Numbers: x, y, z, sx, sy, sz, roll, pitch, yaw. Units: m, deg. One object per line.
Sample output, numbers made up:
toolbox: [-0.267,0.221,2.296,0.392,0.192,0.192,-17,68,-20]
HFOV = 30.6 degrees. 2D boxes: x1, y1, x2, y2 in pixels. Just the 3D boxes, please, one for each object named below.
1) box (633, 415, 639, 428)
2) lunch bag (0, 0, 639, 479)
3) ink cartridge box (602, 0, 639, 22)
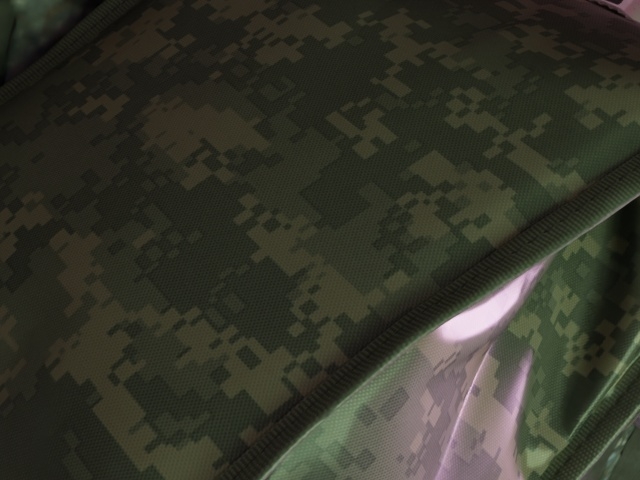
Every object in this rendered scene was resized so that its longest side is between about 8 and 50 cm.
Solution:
box: [0.273,0.095,0.840,0.101,0.102,0.087,-39,138,-13]
lunch bag: [0.000,0.000,0.441,0.287,0.235,0.169,-40,139,-10]
ink cartridge box: [0.179,-0.130,0.660,0.083,0.028,0.048,-46,137,-6]
